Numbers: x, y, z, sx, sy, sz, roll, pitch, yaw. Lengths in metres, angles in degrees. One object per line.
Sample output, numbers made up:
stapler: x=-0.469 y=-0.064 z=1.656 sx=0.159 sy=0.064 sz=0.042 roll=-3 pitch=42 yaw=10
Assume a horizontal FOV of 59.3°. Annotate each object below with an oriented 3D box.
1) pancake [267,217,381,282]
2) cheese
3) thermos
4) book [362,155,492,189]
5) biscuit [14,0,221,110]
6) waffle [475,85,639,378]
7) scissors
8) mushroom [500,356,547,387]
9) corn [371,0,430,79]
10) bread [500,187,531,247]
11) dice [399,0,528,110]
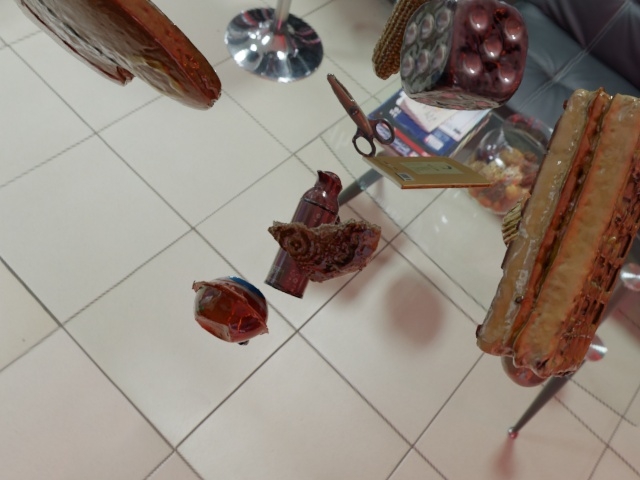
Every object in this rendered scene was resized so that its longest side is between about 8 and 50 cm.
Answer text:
pancake: x=0.000 y=0.000 z=1.286 sx=0.244 sy=0.266 sz=0.057 roll=28 pitch=48 yaw=3
cheese: x=-0.222 y=0.186 z=1.382 sx=0.217 sy=0.329 sz=0.129 roll=29 pitch=62 yaw=8
thermos: x=-0.019 y=-0.017 z=1.443 sx=0.136 sy=0.109 sz=0.330 roll=24 pitch=87 yaw=-14
book: x=0.369 y=-0.239 z=1.952 sx=0.389 sy=0.032 sz=0.269 roll=-3 pitch=29 yaw=-27
biscuit: x=-0.275 y=-0.257 z=0.735 sx=0.262 sy=0.277 sz=0.052 roll=44 pitch=70 yaw=-34
waffle: x=0.358 y=0.001 z=0.795 sx=0.114 sy=0.261 sz=0.376 roll=23 pitch=95 yaw=37
scissors: x=0.109 y=-0.395 z=1.733 sx=0.289 sy=0.138 sz=0.041 roll=52 pitch=16 yaw=-12
mushroom: x=0.606 y=0.334 z=1.701 sx=0.204 sy=0.204 sz=0.204 roll=7 pitch=61 yaw=-12
corn: x=0.193 y=-0.461 z=1.185 sx=0.097 sy=0.262 sz=0.097 roll=27 pitch=24 yaw=-13
bread: x=0.650 y=-0.032 z=1.556 sx=0.288 sy=0.156 sz=0.204 roll=10 pitch=75 yaw=-6
dice: x=0.268 y=-0.350 z=1.067 sx=0.183 sy=0.182 sz=0.181 roll=6 pitch=93 yaw=-24
